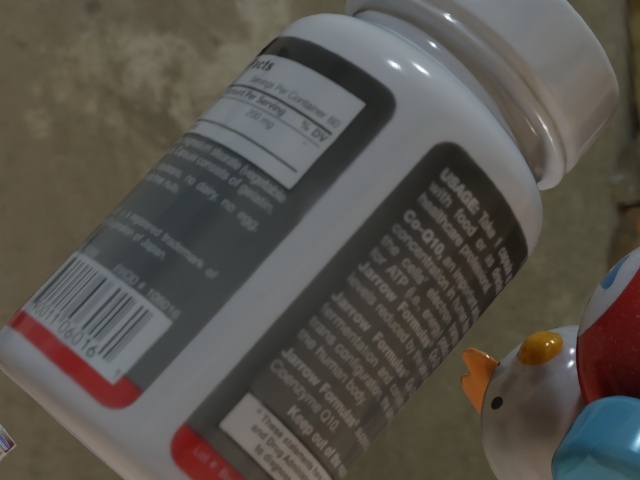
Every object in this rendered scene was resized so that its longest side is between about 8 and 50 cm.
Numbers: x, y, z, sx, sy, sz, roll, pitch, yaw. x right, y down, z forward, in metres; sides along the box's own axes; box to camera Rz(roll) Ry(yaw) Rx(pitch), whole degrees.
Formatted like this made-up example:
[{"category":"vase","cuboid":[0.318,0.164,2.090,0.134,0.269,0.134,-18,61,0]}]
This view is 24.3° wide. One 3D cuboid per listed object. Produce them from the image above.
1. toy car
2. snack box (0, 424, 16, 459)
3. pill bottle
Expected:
[{"category":"toy car","cuboid":[0.158,0.088,0.813,0.219,0.238,0.210,-51,125,-32]},{"category":"snack box","cuboid":[-0.448,0.273,1.961,0.022,0.178,0.064,-38,88,-33]},{"category":"pill bottle","cuboid":[0.000,0.000,0.691,0.283,0.161,0.161,-48,118,-12]}]
